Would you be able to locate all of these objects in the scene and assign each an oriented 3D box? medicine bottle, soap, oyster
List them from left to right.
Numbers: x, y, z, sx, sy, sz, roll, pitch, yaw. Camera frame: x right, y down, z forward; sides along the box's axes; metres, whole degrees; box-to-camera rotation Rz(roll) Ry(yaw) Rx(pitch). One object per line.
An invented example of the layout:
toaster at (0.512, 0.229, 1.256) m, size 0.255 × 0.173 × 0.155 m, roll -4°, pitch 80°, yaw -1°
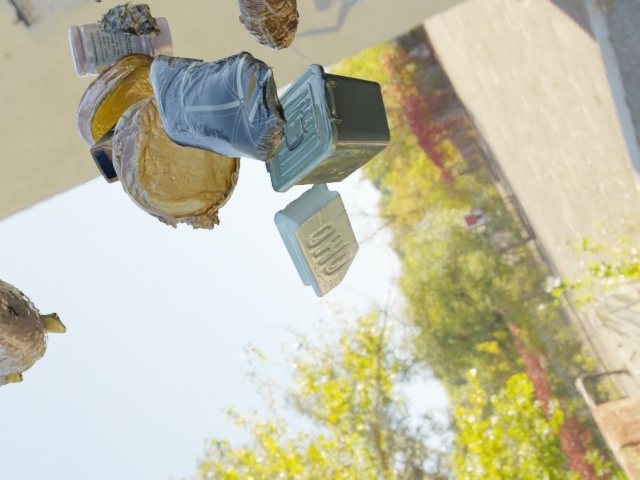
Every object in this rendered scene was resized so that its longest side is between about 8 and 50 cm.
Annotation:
medicine bottle at (-0.517, -0.505, 2.068) m, size 0.133 × 0.250 × 0.133 m, roll 167°, pitch 90°, yaw -73°
oyster at (-0.463, -0.515, 1.900) m, size 0.103 × 0.148 × 0.051 m, roll 61°, pitch -145°, yaw -50°
soap at (0.000, 0.000, 2.098) m, size 0.095 × 0.173 × 0.289 m, roll 40°, pitch 161°, yaw 40°

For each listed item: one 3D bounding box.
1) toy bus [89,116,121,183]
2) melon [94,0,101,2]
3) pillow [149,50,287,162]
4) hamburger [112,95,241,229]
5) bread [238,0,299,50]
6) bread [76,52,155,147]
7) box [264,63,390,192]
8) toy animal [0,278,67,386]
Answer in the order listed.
toy bus at (-0.411, -0.209, 1.733) m, size 0.201 × 0.114 × 0.098 m, roll -77°, pitch -34°, yaw -62°
melon at (-0.493, -0.550, 1.479) m, size 0.114 × 0.053 × 0.261 m, roll -39°, pitch -80°, yaw -47°
pillow at (-0.152, -0.198, 1.170) m, size 0.335 × 0.092 × 0.161 m, roll 18°, pitch 137°, yaw 51°
hamburger at (-0.264, -0.148, 1.527) m, size 0.286 × 0.243 × 0.146 m, roll 53°, pitch 164°, yaw -15°
bread at (-0.090, -0.406, 1.388) m, size 0.076 × 0.105 × 0.233 m, roll 48°, pitch 169°, yaw 33°
bread at (-0.465, -0.325, 1.936) m, size 0.195 × 0.269 × 0.143 m, roll 40°, pitch 177°, yaw -36°
box at (0.009, -0.189, 1.392) m, size 0.243 × 0.135 × 0.163 m, roll -34°, pitch 62°, yaw 55°
toy animal at (-0.644, 0.168, 1.543) m, size 0.226 × 0.188 × 0.358 m, roll 39°, pitch 168°, yaw -27°
